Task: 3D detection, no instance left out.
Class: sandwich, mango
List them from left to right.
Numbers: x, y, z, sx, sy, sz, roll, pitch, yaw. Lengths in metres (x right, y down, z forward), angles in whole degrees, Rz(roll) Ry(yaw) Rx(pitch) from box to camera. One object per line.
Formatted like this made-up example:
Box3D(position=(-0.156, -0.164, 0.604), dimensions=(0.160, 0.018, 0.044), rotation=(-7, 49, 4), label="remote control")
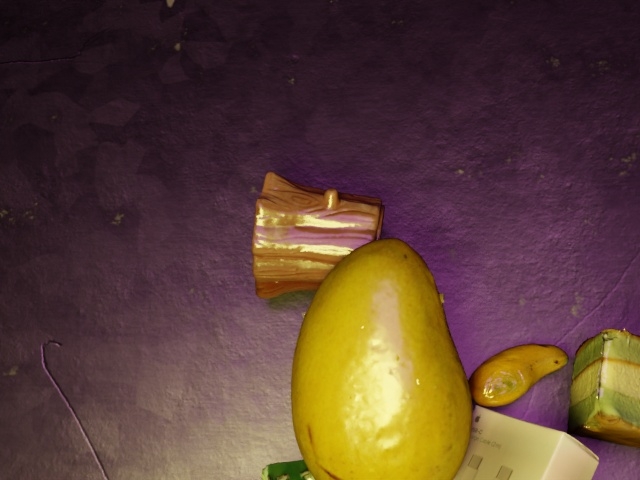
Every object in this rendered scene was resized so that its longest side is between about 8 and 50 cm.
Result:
Box3D(position=(0.097, 0.218, 1.174), dimensions=(0.301, 0.220, 0.445), rotation=(7, 97, 25), label="mango")
Box3D(position=(0.333, 0.227, 1.263), dimensions=(0.190, 0.075, 0.098), rotation=(-26, 25, -13), label="mango")
Box3D(position=(0.518, 0.243, 1.159), dimensions=(0.198, 0.227, 0.155), rotation=(9, 72, 11), label="sandwich")

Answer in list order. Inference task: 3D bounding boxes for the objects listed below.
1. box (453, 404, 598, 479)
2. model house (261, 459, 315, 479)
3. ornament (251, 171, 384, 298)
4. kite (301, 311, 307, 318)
Box3D(position=(0.282, 0.405, 1.137), dimensions=(0.106, 0.203, 0.252), rotation=(39, 74, -21), label="box")
Box3D(position=(-0.095, 0.573, 1.155), dimensions=(0.313, 0.242, 0.358), rotation=(-31, 70, 13), label="model house")
Box3D(position=(0.000, 0.000, 1.337), dimensions=(0.217, 0.221, 0.235), rotation=(7, 99, 6), label="ornament")
Box3D(position=(0.074, 0.170, 1.357), dimensions=(0.234, 0.016, 0.321), rotation=(19, 73, 15), label="kite")
